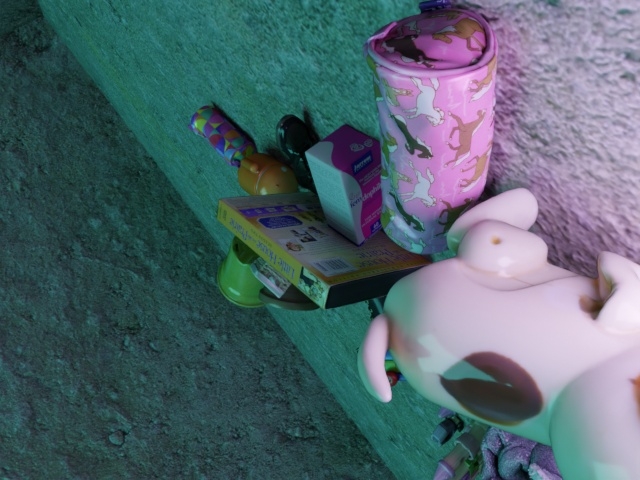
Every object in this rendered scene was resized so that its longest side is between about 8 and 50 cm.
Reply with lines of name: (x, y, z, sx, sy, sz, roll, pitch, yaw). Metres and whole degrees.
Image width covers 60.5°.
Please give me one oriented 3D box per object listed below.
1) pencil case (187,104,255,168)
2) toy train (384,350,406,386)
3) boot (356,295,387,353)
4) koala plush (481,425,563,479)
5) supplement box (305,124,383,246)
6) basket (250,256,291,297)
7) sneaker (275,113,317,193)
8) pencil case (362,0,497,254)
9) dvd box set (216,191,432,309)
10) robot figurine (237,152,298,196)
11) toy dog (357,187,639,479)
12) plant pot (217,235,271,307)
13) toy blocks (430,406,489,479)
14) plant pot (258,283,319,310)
pencil case: (-0.302, -0.317, 1.682, 0.236, 0.104, 0.104, 42, 160, 27)
toy train: (0.280, 0.313, 1.485, 0.248, 0.105, 0.143, -6, 99, 27)
boot: (0.142, 0.184, 1.440, 0.178, 0.085, 0.236, 52, 121, 13)
koala plush: (0.472, 0.476, 1.166, 0.221, 0.196, 0.203, 163, 102, -71)
supplement box: (0.065, -0.112, 1.146, 0.114, 0.111, 0.220, 36, 157, 40)
basket: (-0.142, 0.092, 1.712, 0.113, 0.103, 0.167, 44, 178, -13)
sneaker: (-0.021, -0.187, 1.262, 0.130, 0.087, 0.227, 35, 159, 38)
pencil case: (0.157, -0.136, 0.799, 0.386, 0.160, 0.167, 75, 180, -52)
dvd box set: (0.000, 0.000, 1.247, 0.420, 0.308, 0.062, 35, 123, 41)
robot figurine: (-0.146, -0.169, 1.539, 0.219, 0.128, 0.158, 35, 141, 46)
toy dog: (0.289, 0.145, 0.651, 0.408, 0.395, 0.284, 38, 126, 45)
plant pot: (-0.268, 0.086, 2.174, 0.276, 0.276, 0.254, 46, 150, 19)
toy blocks: (0.386, 0.629, 1.544, 0.309, 0.260, 0.288, 37, 158, 39)
plant pot: (-0.109, 0.180, 2.065, 0.237, 0.237, 0.109, 23, 107, 57)
